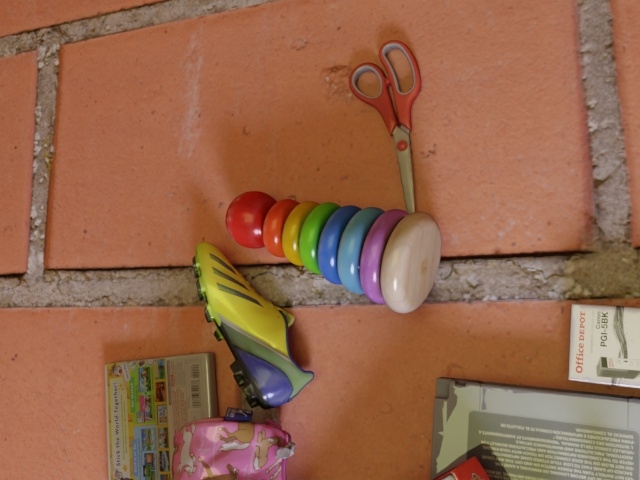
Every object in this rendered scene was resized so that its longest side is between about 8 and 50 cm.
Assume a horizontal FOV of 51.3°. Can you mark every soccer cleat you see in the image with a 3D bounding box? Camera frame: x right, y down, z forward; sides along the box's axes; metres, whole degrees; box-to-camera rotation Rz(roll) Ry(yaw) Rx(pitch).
[{"bbox_3d":[-0.108,0.118,1.027,0.121,0.093,0.289,-24,66,-14],"label":"soccer cleat"}]

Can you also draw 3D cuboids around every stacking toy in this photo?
[{"bbox_3d":[0.000,0.000,0.971,0.330,0.141,0.141,14,87,31],"label":"stacking toy"}]

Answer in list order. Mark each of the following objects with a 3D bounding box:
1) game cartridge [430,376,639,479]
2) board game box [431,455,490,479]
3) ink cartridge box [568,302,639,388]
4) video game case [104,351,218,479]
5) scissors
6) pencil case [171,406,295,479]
[{"bbox_3d":[0.288,0.285,0.839,0.297,0.062,0.198,2,87,23],"label":"game cartridge"},{"bbox_3d":[0.129,0.447,0.822,0.316,0.064,0.242,-43,68,31],"label":"board game box"},{"bbox_3d":[0.377,0.130,0.821,0.135,0.056,0.099,2,83,23],"label":"ink cartridge box"},{"bbox_3d":[-0.258,0.304,1.081,0.207,0.026,0.226,-9,79,21],"label":"video game case"},{"bbox_3d":[0.128,-0.160,0.990,0.109,0.021,0.297,-24,72,16],"label":"scissors"},{"bbox_3d":[-0.113,0.428,0.879,0.167,0.160,0.385,-32,52,40],"label":"pencil case"}]
